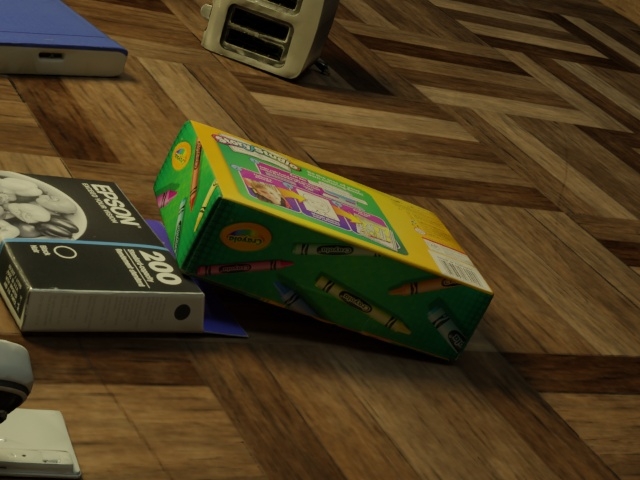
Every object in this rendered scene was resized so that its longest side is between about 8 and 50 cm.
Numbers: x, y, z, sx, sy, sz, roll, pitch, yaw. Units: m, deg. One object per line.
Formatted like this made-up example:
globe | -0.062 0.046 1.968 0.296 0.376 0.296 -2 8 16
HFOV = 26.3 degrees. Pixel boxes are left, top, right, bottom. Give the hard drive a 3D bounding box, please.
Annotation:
hard drive | -0.405 -0.283 1.645 0.210 0.040 0.319 -5 33 -45

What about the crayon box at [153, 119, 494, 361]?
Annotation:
crayon box | 0.000 0.000 1.229 0.279 0.081 0.165 20 20 -24

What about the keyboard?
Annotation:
keyboard | -0.282 0.123 0.871 0.256 0.014 0.072 8 20 -27

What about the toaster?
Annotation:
toaster | -0.060 -0.319 1.850 0.186 0.168 0.110 21 25 6

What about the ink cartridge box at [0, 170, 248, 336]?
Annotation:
ink cartridge box | -0.184 0.009 1.161 0.208 0.045 0.206 5 27 -35

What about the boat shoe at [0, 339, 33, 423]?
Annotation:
boat shoe | -0.288 0.123 0.753 0.301 0.108 0.102 -6 70 -45
